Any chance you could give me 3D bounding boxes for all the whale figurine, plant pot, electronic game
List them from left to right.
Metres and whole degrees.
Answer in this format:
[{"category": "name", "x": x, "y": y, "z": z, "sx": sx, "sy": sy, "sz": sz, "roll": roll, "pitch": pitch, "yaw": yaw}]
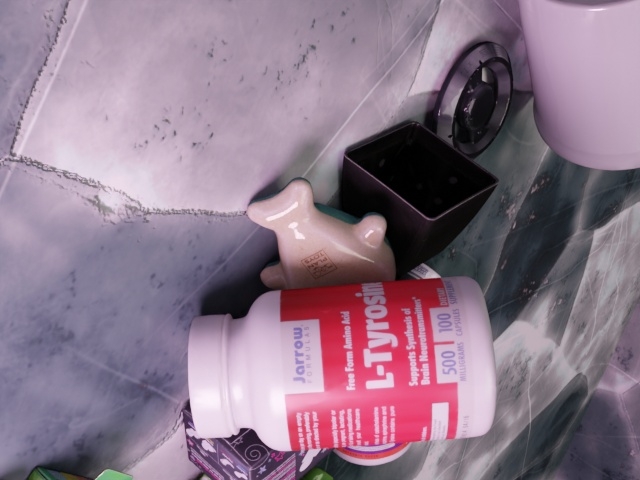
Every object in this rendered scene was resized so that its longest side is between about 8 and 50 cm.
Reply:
[{"category": "whale figurine", "x": 0.000, "y": 0.000, "z": 1.353, "sx": 0.216, "sy": 0.141, "sz": 0.272, "roll": -28, "pitch": 127, "yaw": 18}, {"category": "plant pot", "x": 0.145, "y": -0.056, "z": 1.455, "sx": 0.187, "sy": 0.188, "sz": 0.167, "roll": -29, "pitch": 147, "yaw": -39}, {"category": "electronic game", "x": 0.274, "y": -0.242, "z": 1.591, "sx": 0.229, "sy": 0.048, "sz": 0.229, "roll": -30, "pitch": 134, "yaw": -37}]

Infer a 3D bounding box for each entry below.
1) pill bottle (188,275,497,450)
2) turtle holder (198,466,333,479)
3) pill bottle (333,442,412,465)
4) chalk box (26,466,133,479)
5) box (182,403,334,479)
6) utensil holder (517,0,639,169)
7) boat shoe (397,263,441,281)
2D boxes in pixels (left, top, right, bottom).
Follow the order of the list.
[{"category": "pill bottle", "x": 0.028, "y": 0.177, "z": 1.261, "sx": 0.407, "sy": 0.229, "sz": 0.229, "roll": -5, "pitch": 130, "yaw": 0}, {"category": "turtle holder", "x": -0.072, "y": 0.491, "z": 1.506, "sx": 0.227, "sy": 0.243, "sz": 0.320, "roll": -56, "pitch": 147, "yaw": -6}, {"category": "pill bottle", "x": 0.085, "y": 0.239, "z": 1.581, "sx": 0.181, "sy": 0.181, "sz": 0.323, "roll": -36, "pitch": 140, "yaw": -32}, {"category": "chalk box", "x": -0.337, "y": 0.394, "z": 1.191, "sx": 0.213, "sy": 0.132, "sz": 0.132, "roll": -57, "pitch": 145, "yaw": -7}, {"category": "box", "x": -0.074, "y": 0.286, "z": 1.424, "sx": 0.247, "sy": 0.163, "sz": 0.142, "roll": -33, "pitch": 141, "yaw": -34}, {"category": "utensil holder", "x": 0.523, "y": -0.371, "z": 1.581, "sx": 0.327, "sy": 0.327, "sz": 0.385, "roll": -49, "pitch": 142, "yaw": -17}, {"category": "boat shoe", "x": 0.227, "y": 0.142, "z": 1.766, "sx": 0.102, "sy": 0.108, "sz": 0.301, "roll": -56, "pitch": 144, "yaw": -6}]
